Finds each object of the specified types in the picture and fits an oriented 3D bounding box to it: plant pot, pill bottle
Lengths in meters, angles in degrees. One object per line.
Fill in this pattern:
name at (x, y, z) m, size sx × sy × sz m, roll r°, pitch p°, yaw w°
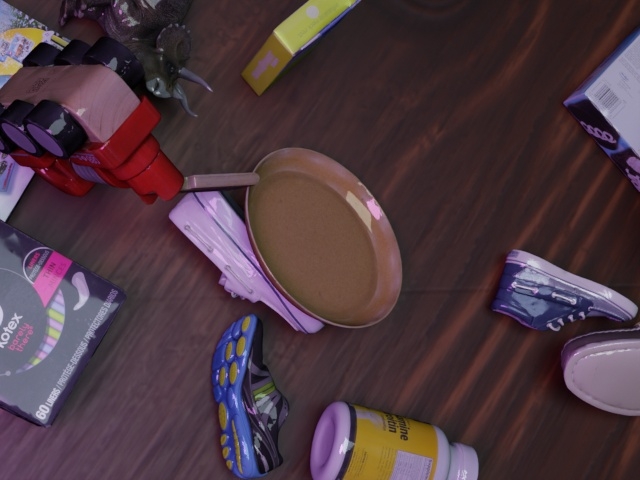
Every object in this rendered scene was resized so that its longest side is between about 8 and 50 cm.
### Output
plant pot at (0.000, 0.000, 1.230) m, size 0.236 × 0.032 × 0.236 m, roll 25°, pitch 48°, yaw -31°
pill bottle at (0.088, 0.259, 1.227) m, size 0.184 × 0.103 × 0.103 m, roll 17°, pitch 77°, yaw -16°

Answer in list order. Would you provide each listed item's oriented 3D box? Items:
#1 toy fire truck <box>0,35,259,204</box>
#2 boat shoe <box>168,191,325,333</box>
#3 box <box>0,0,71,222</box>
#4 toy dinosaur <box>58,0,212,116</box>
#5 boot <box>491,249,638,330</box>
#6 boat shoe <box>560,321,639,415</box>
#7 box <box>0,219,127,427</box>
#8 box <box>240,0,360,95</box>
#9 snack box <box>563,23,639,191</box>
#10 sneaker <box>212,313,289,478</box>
toy fire truck at (-0.208, -0.097, 1.105) m, size 0.158 × 0.217 × 0.246 m, roll -53°, pitch 125°, yaw -22°
boat shoe at (-0.088, 0.031, 1.229) m, size 0.076 × 0.083 × 0.226 m, roll -38°, pitch 95°, yaw 8°
box at (-0.374, -0.146, 1.169) m, size 0.159 × 0.044 × 0.233 m, roll 30°, pitch 73°, yaw -12°
toy dinosaur at (-0.210, -0.303, 1.229) m, size 0.160 × 0.121 × 0.313 m, roll 14°, pitch 72°, yaw -28°
boot at (0.316, 0.087, 1.356) m, size 0.190 × 0.069 × 0.086 m, roll 23°, pitch 82°, yaw -5°
boat shoe at (0.456, 0.158, 1.370) m, size 0.324 × 0.096 × 0.116 m, roll 3°, pitch 121°, yaw -14°
box at (-0.365, 0.063, 1.086) m, size 0.270 × 0.143 × 0.165 m, roll 31°, pitch 73°, yaw -11°
box at (-0.026, -0.240, 1.228) m, size 0.109 × 0.178 × 0.042 m, roll -44°, pitch 96°, yaw -20°
snack box at (0.510, -0.137, 1.453) m, size 0.187 × 0.060 × 0.322 m, roll -44°, pitch 96°, yaw -19°
sneaker at (-0.079, 0.181, 1.213) m, size 0.078 × 0.067 × 0.188 m, roll 2°, pitch 78°, yaw -40°
